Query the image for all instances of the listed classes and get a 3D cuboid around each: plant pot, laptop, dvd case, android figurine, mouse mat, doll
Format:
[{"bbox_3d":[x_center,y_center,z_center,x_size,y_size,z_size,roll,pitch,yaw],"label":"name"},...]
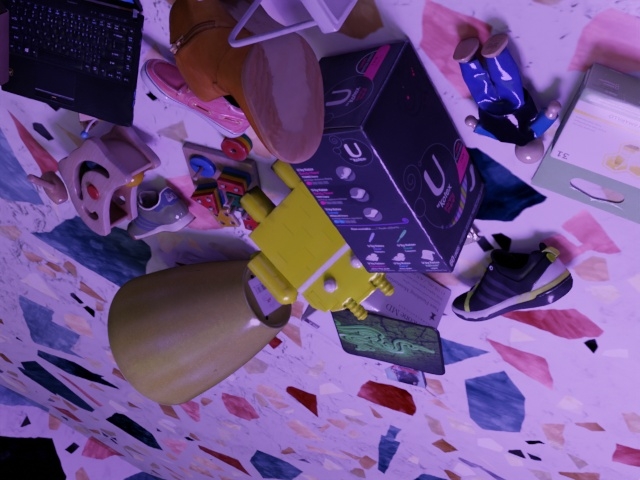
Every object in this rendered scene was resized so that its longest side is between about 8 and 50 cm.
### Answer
[{"bbox_3d":[-0.210,0.150,1.644,0.294,0.274,0.275,-24,124,33],"label":"plant pot"},{"bbox_3d":[-0.382,-0.302,1.183,0.234,0.136,0.264,18,112,15],"label":"laptop"},{"bbox_3d":[0.167,0.257,1.725,0.087,0.013,0.119,11,144,24],"label":"dvd case"},{"bbox_3d":[0.000,0.000,1.317,0.248,0.056,0.273,-42,85,25],"label":"android figurine"},{"bbox_3d":[0.113,0.168,1.416,0.190,0.007,0.152,11,146,22],"label":"mouse mat"},{"bbox_3d":[0.232,-0.163,1.037,0.129,0.046,0.189,0,139,37],"label":"doll"}]

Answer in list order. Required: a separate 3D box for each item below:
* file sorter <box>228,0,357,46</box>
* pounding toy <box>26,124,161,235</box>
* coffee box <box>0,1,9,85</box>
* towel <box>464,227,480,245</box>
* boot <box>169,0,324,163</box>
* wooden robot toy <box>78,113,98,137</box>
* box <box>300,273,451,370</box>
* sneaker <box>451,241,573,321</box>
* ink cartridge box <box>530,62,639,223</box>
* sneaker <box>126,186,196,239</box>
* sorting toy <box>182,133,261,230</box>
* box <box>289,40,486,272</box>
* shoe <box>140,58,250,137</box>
[{"bbox_3d":[-0.077,-0.360,0.841,0.173,0.192,0.277,-2,139,42],"label":"file sorter"},{"bbox_3d":[-0.400,-0.082,1.474,0.270,0.155,0.154,-21,102,50],"label":"pounding toy"},{"bbox_3d":[-0.568,-0.351,1.179,0.297,0.119,0.168,50,149,7],"label":"coffee box"},{"bbox_3d":[0.162,-0.022,1.310,0.148,0.027,0.110,-13,130,46],"label":"towel"},{"bbox_3d":[-0.102,-0.207,1.062,0.211,0.104,0.295,-29,76,59],"label":"boot"},{"bbox_3d":[-0.354,-0.233,1.366,0.079,0.076,0.173,-7,150,-14],"label":"wooden robot toy"},{"bbox_3d":[0.094,0.115,1.471,0.181,0.119,0.182,33,148,-11],"label":"box"},{"bbox_3d":[0.285,0.055,1.310,0.235,0.084,0.097,-23,99,50],"label":"sneaker"},{"bbox_3d":[0.365,-0.093,1.037,0.171,0.056,0.235,22,146,7],"label":"ink cartridge box"},{"bbox_3d":[-0.313,-0.057,1.580,0.192,0.064,0.086,-7,122,47],"label":"sneaker"},{"bbox_3d":[-0.168,-0.086,1.439,0.132,0.046,0.274,16,147,17],"label":"sorting toy"},{"bbox_3d":[0.088,-0.099,1.119,0.143,0.165,0.270,-2,139,38],"label":"box"},{"bbox_3d":[-0.169,-0.221,1.233,0.178,0.063,0.081,31,147,-18],"label":"shoe"}]
